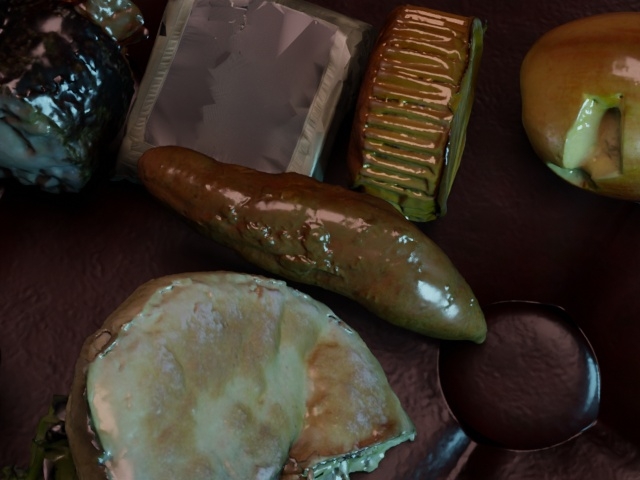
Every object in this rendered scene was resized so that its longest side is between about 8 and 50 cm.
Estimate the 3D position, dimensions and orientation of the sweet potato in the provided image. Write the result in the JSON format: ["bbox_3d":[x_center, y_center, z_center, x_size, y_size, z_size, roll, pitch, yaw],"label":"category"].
[{"bbox_3d":[0.007,-0.003,1.308,0.355,0.106,0.095,26,65,-8],"label":"sweet potato"}]

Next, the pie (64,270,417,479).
[{"bbox_3d":[-0.065,0.159,1.235,0.337,0.075,0.337,20,52,-28],"label":"pie"}]

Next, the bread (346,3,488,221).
[{"bbox_3d":[0.084,-0.119,1.386,0.104,0.199,0.199,13,62,7],"label":"bread"}]

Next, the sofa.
[{"bbox_3d":[-0.066,-0.130,1.445,0.210,0.176,0.225,18,91,7],"label":"sofa"}]

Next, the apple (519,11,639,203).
[{"bbox_3d":[0.277,-0.131,1.411,0.199,0.199,0.199,1,62,-2],"label":"apple"}]

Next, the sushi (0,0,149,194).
[{"bbox_3d":[-0.315,-0.164,1.359,0.343,0.196,0.182,9,69,22],"label":"sushi"}]

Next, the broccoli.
[{"bbox_3d":[-0.210,0.203,1.211,0.167,0.160,0.154,-2,29,-22],"label":"broccoli"}]
